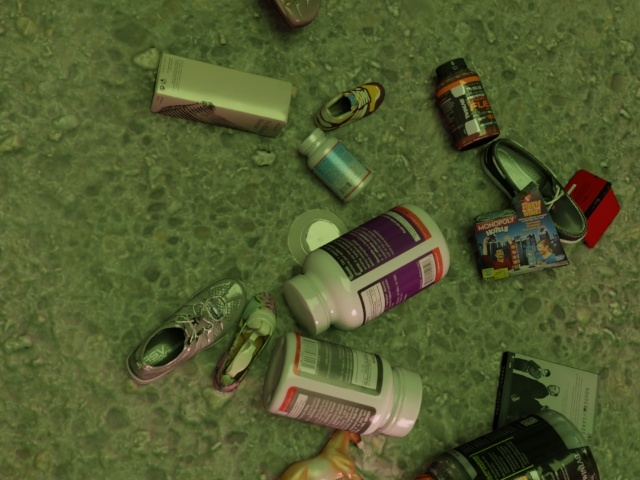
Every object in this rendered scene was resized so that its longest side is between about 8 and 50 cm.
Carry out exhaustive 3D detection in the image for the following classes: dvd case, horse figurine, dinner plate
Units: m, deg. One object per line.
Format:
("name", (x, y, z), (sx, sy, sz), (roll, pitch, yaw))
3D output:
("dvd case", (0.503, 0.359, 1.805), (0.238, 0.029, 0.179), (16, 74, -14))
("horse figurine", (-0.004, 0.480, 1.604), (0.263, 0.066, 0.175), (-20, 86, -20))
("dinner plate", (0.000, 0.000, 1.737), (0.141, 0.017, 0.141), (4, 76, -15))

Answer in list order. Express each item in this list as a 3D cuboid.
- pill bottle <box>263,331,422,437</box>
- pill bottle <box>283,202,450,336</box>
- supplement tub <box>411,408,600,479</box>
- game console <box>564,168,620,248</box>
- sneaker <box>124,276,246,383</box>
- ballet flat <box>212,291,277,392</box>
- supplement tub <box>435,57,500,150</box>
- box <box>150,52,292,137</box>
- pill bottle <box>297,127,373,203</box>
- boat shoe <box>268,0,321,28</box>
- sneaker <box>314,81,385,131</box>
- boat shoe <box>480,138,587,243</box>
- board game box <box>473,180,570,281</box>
("pill bottle", (0.043, 0.290, 1.608), (0.283, 0.161, 0.161), (17, 74, -12))
("pill bottle", (0.092, 0.065, 1.663), (0.322, 0.181, 0.182), (-27, 87, -20))
("supplement tub", (0.363, 0.489, 1.631), (0.337, 0.207, 0.207), (-19, 84, -14))
("game console", (0.633, -0.077, 1.948), (0.124, 0.085, 0.144), (32, 67, 25))
("sneaker", (-0.245, 0.175, 1.570), (0.281, 0.115, 0.105), (-43, 92, -20))
("ballet flat", (-0.139, 0.202, 1.616), (0.077, 0.079, 0.222), (34, 70, -15))
("supplement tub", (0.327, -0.311, 1.857), (0.106, 0.106, 0.198), (-18, 84, -20))
("box", (-0.205, -0.297, 1.689), (0.275, 0.113, 0.094), (11, 76, -13))
("pill bottle", (0.030, -0.162, 1.743), (0.160, 0.087, 0.087), (45, 70, -4))
("boat shoe", (-0.100, -0.610, 1.781), (0.132, 0.130, 0.356), (-15, 77, -23))
("sneaker", (0.076, -0.300, 1.788), (0.185, 0.084, 0.070), (-34, 89, -20))
("boat shoe", (0.490, -0.111, 1.850), (0.302, 0.091, 0.114), (39, 80, 4))
("board game box", (0.437, -0.025, 1.802), (0.194, 0.060, 0.194), (-11, 106, 4))
